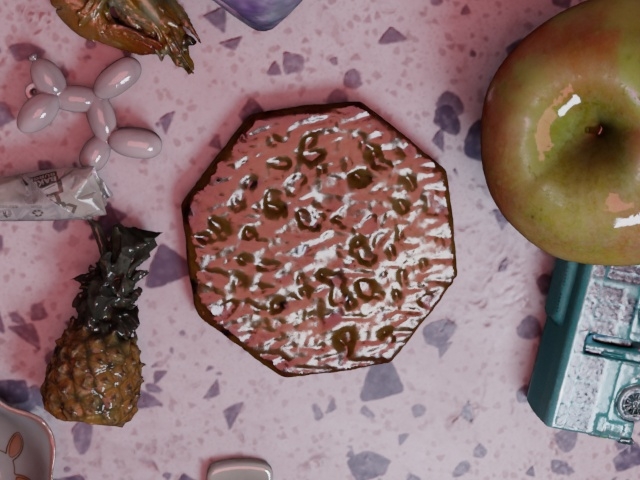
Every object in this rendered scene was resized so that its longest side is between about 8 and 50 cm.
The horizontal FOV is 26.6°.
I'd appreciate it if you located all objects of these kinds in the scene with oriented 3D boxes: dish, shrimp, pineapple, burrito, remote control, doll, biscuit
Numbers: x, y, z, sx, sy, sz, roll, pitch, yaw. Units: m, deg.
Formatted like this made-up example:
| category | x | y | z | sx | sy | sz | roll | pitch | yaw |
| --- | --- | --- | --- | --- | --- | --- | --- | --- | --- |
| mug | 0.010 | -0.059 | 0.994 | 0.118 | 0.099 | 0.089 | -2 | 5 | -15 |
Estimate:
| category | x | y | z | sx | sy | sz | roll | pitch | yaw |
| --- | --- | --- | --- | --- | --- | --- | --- | --- | --- |
| dish | -0.435 | 0.280 | 1.664 | 0.229 | 0.081 | 0.229 | -2 | 100 | -11 |
| shrimp | -0.232 | -0.270 | 1.598 | 0.217 | 0.051 | 0.115 | 42 | 99 | -14 |
| pineapple | -0.258 | 0.099 | 1.637 | 0.128 | 0.128 | 0.248 | 12 | 93 | -10 |
| burrito | -0.351 | -0.053 | 1.604 | 0.203 | 0.064 | 0.064 | -3 | 102 | 5 |
| remote control | -0.104 | 0.375 | 1.750 | 0.087 | 0.029 | 0.190 | 0 | 101 | -8 |
| doll | -0.281 | -0.155 | 1.609 | 0.160 | 0.059 | 0.161 | -17 | 103 | -5 |
| biscuit | 0.000 | -0.001 | 1.682 | 0.359 | 0.046 | 0.359 | -2 | 102 | -8 |

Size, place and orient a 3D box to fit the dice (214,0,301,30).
| category | x | y | z | sx | sy | sz | roll | pitch | yaw |
| --- | --- | --- | --- | --- | --- | --- | --- | --- | --- |
| dice | -0.083 | -0.407 | 1.476 | 0.271 | 0.270 | 0.270 | 37 | 95 | -12 |

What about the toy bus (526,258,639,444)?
| category | x | y | z | sx | sy | sz | roll | pitch | yaw |
| --- | --- | --- | --- | --- | --- | --- | --- | --- | --- |
| toy bus | 0.355 | 0.113 | 1.710 | 0.147 | 0.128 | 0.256 | 10 | 101 | -8 |

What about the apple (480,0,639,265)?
| category | x | y | z | sx | sy | sz | roll | pitch | yaw |
| --- | --- | --- | --- | --- | --- | --- | --- | --- | --- |
| apple | 0.347 | -0.128 | 1.578 | 0.319 | 0.277 | 0.319 | 1 | 92 | 20 |
